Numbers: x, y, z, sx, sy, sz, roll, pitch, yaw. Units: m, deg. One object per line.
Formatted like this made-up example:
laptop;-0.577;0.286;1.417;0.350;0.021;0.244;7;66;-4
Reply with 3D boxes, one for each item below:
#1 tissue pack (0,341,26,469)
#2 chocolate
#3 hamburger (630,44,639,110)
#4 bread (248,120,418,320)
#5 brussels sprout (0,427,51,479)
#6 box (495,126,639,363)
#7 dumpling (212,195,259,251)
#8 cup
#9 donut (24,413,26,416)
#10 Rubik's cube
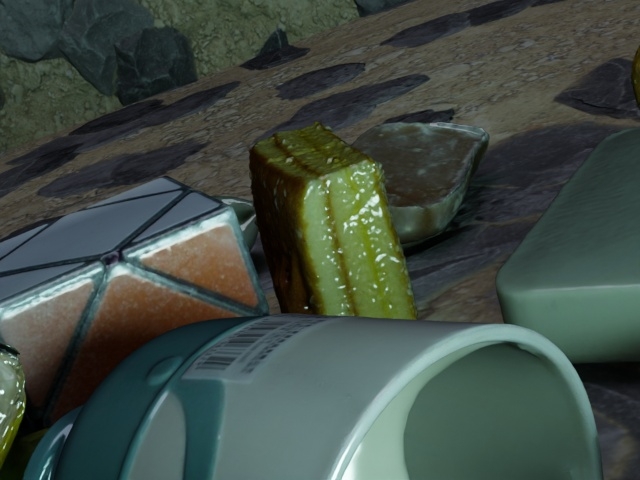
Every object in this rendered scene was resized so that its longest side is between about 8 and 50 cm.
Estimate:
tissue pack;-0.306;0.157;0.734;0.271;0.134;0.192;-27;38;62
chocolate;0.102;-0.060;1.288;0.156;0.080;0.254;4;27;18
hamburger;0.403;-0.155;1.141;0.113;0.177;0.185;-39;-16;-47
bread;0.000;0.000;1.050;0.110;0.184;0.234;-15;17;-9
brussels sprout;-0.157;0.198;0.722;0.151;0.149;0.122;124;170;-64
box;0.364;-0.018;0.893;0.367;0.091;0.373;-5;22;34
dumpling;-0.159;-0.003;1.338;0.216;0.105;0.149;-18;18;5
cup;0.022;0.149;0.588;0.289;0.219;0.257;6;-4;-44
donut;-0.361;0.145;1.073;0.230;0.096;0.216;-18;-1;4
Rubik's cube;-0.160;0.083;0.928;0.207;0.205;0.205;-25;19;-15
